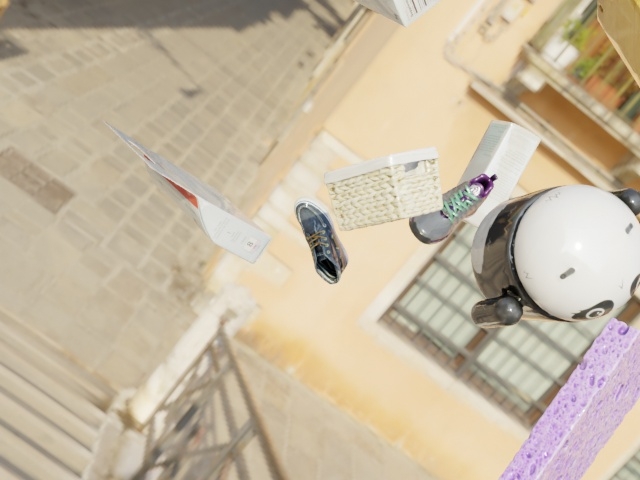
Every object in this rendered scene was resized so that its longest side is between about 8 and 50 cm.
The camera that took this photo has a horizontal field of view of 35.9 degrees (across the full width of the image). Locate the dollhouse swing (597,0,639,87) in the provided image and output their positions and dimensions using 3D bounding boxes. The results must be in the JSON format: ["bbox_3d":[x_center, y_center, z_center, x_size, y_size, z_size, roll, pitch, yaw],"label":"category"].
[{"bbox_3d":[0.737,-0.393,1.840,0.315,0.304,0.347,57,10,-65],"label":"dollhouse swing"}]

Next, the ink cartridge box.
[{"bbox_3d":[-0.202,-0.066,1.410,0.232,0.066,0.189,26,9,-42],"label":"ink cartridge box"}]

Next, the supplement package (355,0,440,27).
[{"bbox_3d":[0.168,-0.570,1.813,0.199,0.262,0.198,42,-13,46],"label":"supplement package"}]

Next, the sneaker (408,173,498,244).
[{"bbox_3d":[0.250,-0.072,1.858,0.083,0.098,0.223,48,43,6],"label":"sneaker"}]

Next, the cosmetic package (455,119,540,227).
[{"bbox_3d":[0.369,-0.140,2.127,0.085,0.231,0.117,26,5,-15],"label":"cosmetic package"}]

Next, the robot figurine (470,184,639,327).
[{"bbox_3d":[0.298,0.022,1.261,0.173,0.209,0.278,12,-6,-10],"label":"robot figurine"}]

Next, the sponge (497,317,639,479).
[{"bbox_3d":[0.218,0.177,0.868,0.031,0.210,0.117,30,-16,34],"label":"sponge"}]

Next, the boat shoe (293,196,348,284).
[{"bbox_3d":[0.000,0.000,2.027,0.183,0.065,0.083,57,24,-20],"label":"boat shoe"}]

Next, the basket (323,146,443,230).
[{"bbox_3d":[0.103,-0.080,1.576,0.113,0.167,0.103,-14,93,-40],"label":"basket"}]
